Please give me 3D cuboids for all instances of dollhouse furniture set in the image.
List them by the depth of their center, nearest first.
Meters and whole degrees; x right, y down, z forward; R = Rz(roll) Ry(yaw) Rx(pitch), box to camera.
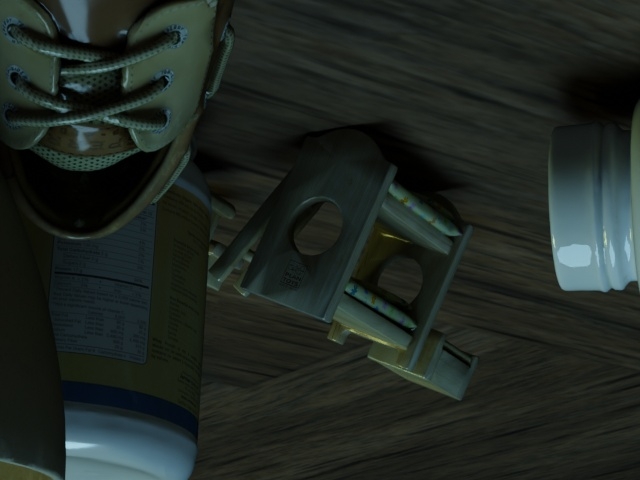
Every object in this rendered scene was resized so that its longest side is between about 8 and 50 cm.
[{"bbox_3d":[0.000,0.000,1.129,0.161,0.101,0.182,20,172,32],"label":"dollhouse furniture set"}]

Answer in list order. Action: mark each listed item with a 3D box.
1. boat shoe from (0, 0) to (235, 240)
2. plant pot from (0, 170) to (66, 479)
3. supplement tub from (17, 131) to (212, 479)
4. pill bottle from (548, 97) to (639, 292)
[{"bbox_3d":[-0.084,-0.088,0.788,0.122,0.120,0.324,4,161,-4],"label":"boat shoe"},{"bbox_3d":[-0.240,0.000,0.797,0.284,0.191,0.284,2,166,1],"label":"plant pot"},{"bbox_3d":[-0.130,0.025,0.996,0.144,0.200,0.144,2,160,1],"label":"supplement tub"},{"bbox_3d":[0.223,-0.020,0.950,0.215,0.117,0.117,-3,160,13],"label":"pill bottle"}]
